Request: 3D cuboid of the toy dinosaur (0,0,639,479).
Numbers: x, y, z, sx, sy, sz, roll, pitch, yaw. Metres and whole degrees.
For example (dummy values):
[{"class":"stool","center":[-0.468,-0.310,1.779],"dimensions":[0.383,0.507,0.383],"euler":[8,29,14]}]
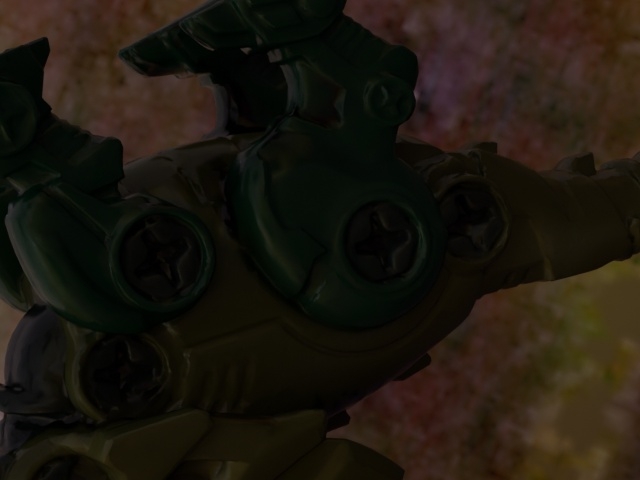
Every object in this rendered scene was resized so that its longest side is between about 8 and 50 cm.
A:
[{"class":"toy dinosaur","center":[0.000,0.000,0.422],"dimensions":[0.259,0.153,0.094],"euler":[-31,12,-18]}]
